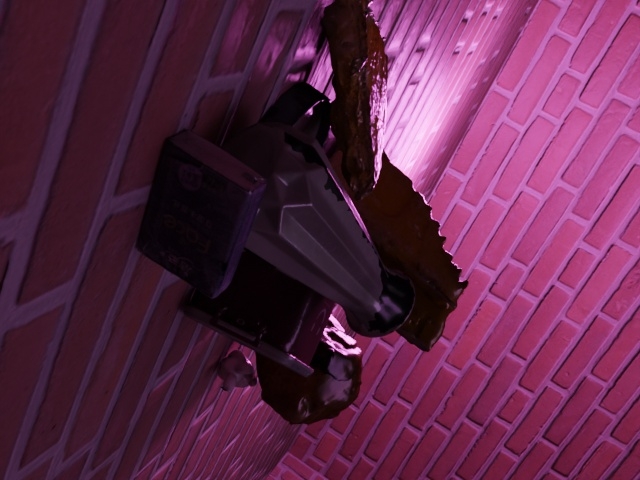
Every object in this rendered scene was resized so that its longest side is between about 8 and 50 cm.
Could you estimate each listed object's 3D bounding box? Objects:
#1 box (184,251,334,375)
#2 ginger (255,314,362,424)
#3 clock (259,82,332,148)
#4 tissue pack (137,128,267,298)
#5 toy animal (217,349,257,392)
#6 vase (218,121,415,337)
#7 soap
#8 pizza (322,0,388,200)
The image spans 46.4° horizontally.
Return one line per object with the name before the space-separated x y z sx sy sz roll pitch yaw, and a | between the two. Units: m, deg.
box | -0.078 0.102 1.207 0.294 0.193 0.167 69 45 -75
ginger | -0.036 0.244 1.526 0.200 0.269 0.223 3 120 -51
clock | -0.052 -0.121 1.070 0.215 0.042 0.215 -55 167 -18
tissue pack | -0.130 -0.026 0.812 0.051 0.112 0.156 -42 160 -52
toy animal | -0.172 0.263 1.498 0.071 0.085 0.124 -39 160 -7
vase | 0.000 0.000 0.976 0.165 0.165 0.360 -56 136 -11
soap | 0.136 -0.023 1.296 0.169 0.339 0.304 -48 -179 43
pizza | 0.046 -0.244 1.027 0.287 0.075 0.279 76 18 -50
